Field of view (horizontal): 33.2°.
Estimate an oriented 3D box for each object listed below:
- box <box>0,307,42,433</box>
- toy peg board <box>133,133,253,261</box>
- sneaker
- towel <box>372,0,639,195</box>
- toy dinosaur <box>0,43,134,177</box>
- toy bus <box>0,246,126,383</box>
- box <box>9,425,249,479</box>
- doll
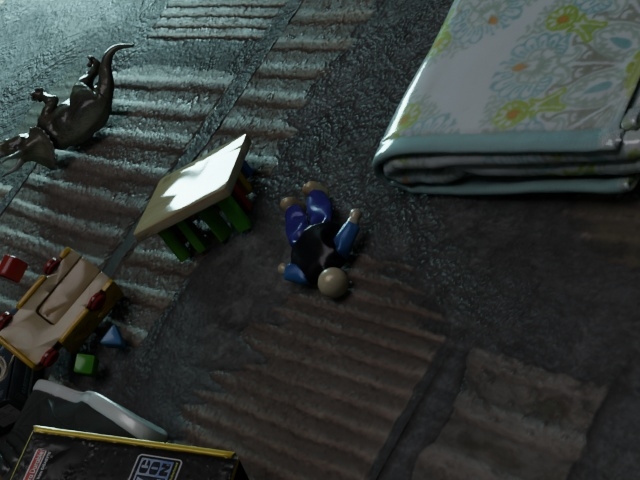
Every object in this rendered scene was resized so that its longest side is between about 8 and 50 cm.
[{"bbox_3d":[-0.512,0.218,1.590,0.233,0.059,0.183,-27,40,21],"label":"box"},{"bbox_3d":[-0.163,-0.053,1.532,0.161,0.079,0.160,-25,26,22],"label":"toy peg board"},{"bbox_3d":[-0.302,0.265,1.328,0.296,0.104,0.147,1,57,50],"label":"sneaker"},{"bbox_3d":[0.266,-0.196,1.259,0.374,0.090,0.320,4,55,44],"label":"towel"},{"bbox_3d":[-0.431,-0.227,1.916,0.313,0.121,0.160,-29,52,12],"label":"toy dinosaur"},{"bbox_3d":[-0.372,0.115,1.523,0.202,0.104,0.191,-8,70,1],"label":"toy bus"},{"bbox_3d":[-0.237,0.362,1.112,0.257,0.079,0.322,5,52,17],"label":"box"},{"bbox_3d":[0.000,0.000,1.343,0.129,0.046,0.189,-34,38,14],"label":"doll"}]
